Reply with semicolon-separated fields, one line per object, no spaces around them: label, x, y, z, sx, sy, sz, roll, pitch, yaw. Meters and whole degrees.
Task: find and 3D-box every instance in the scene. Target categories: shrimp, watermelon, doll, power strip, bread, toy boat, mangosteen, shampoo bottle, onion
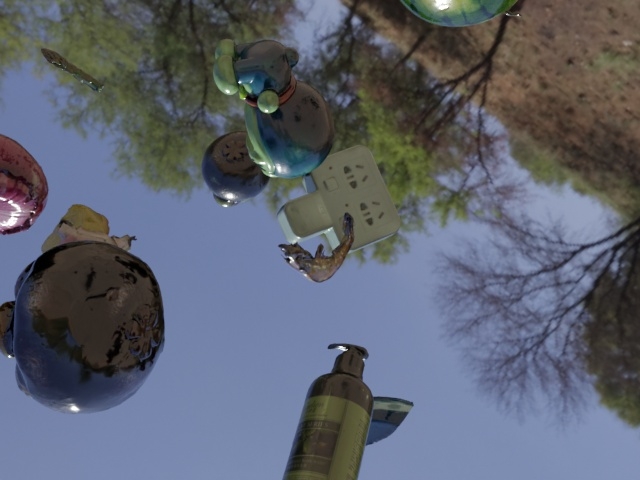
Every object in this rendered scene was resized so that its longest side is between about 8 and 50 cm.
shrimp;0.002;0.002;1.377;0.035;0.148;0.195;42;-177;35
watermelon;0.163;-0.354;0.970;0.204;0.127;0.232;37;-175;11
doll;-0.081;-0.253;1.449;0.198;0.186;0.322;-96;-15;-47
doll;-0.435;0.058;1.347;0.149;0.192;0.095;24;172;-34
power strip;0.027;-0.074;1.740;0.261;0.141;0.229;-22;-95;-17
bread;-0.544;0.001;1.644;0.125;0.156;0.086;35;175;40
toy boat;0.075;0.389;1.543;0.096;0.299;0.061;51;-139;-15
mangosteen;-0.383;0.132;1.156;0.233;0.287;0.287;-22;-119;-36
mangosteen;-0.248;-0.212;2.188;0.243;0.243;0.243;29;-152;-17
shampoo bottle;0.018;0.267;1.044;0.101;0.101;0.283;31;-132;-14
onion;-0.568;-0.116;1.241;0.230;0.230;0.163;26;-125;-23

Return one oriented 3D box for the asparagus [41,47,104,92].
asparagus;-0.597;-0.410;1.757;0.165;0.030;0.036;33;-157;-16
